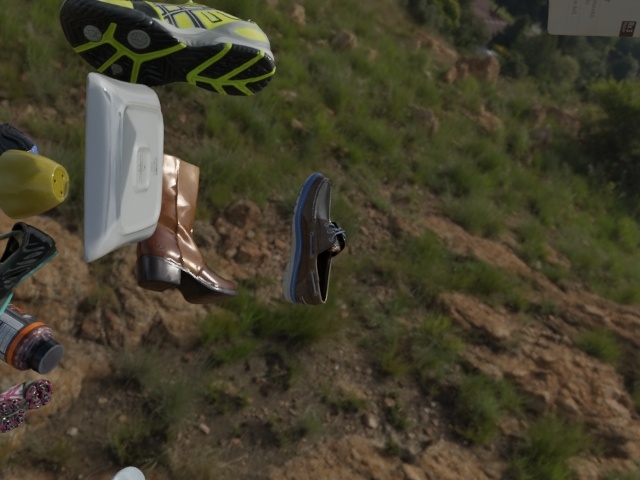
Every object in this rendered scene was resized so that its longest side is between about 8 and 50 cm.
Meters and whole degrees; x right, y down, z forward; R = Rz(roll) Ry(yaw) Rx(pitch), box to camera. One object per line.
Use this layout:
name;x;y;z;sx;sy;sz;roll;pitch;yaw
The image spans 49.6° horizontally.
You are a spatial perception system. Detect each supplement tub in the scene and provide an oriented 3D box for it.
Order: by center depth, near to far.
supplement tub;-0.627;0.198;1.425;0.198;0.106;0.106;28;32;13

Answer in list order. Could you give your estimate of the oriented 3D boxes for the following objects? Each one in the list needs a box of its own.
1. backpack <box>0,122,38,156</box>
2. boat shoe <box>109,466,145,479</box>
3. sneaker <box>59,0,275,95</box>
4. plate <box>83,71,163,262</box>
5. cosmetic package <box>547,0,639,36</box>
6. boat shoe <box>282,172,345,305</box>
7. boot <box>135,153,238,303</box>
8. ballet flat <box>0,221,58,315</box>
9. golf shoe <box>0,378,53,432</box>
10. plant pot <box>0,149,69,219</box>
backpack;-0.640;-0.174;1.437;0.120;0.101;0.098;28;53;24
boat shoe;-0.336;0.430;1.049;0.065;0.083;0.183;46;35;-17
sneaker;-0.278;-0.372;1.279;0.385;0.145;0.147;10;48;-24
plate;-0.307;-0.119;1.124;0.045;0.277;0.278;4;8;4
cosmetic package;0.548;-0.424;1.030;0.385;0.217;0.156;8;70;19
boat shoe;0.000;0.000;0.950;0.066;0.183;0.066;11;5;26
boot;-0.271;-0.020;1.420;0.264;0.096;0.280;19;58;-45
ballet flat;-0.509;0.059;1.066;0.096;0.095;0.280;52;22;-20
golf shoe;-0.650;0.350;1.447;0.186;0.086;0.067;-33;114;-66
plant pot;-0.538;-0.108;1.320;0.095;0.134;0.134;-2;36;7
